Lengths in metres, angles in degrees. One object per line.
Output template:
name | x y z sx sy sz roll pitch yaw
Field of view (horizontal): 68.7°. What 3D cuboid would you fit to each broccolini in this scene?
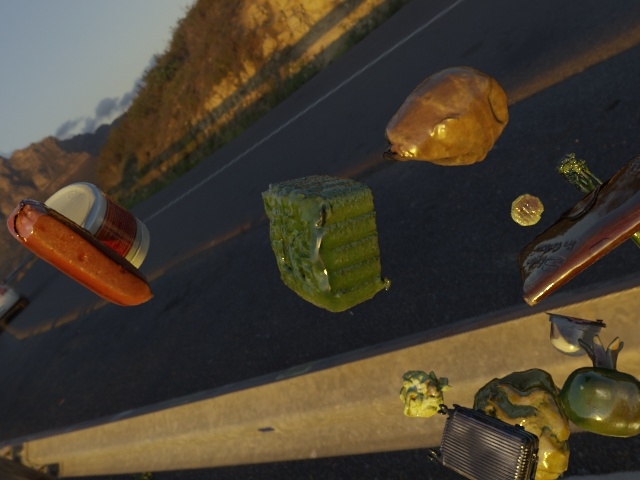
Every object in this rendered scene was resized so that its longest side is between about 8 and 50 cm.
broccolini | 0.859 -0.106 1.423 0.079 0.392 0.074 -39 7 27

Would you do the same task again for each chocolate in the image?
chocolate | 0.907 0.342 1.679 0.221 0.221 0.147 -4 73 57

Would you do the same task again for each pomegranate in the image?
pomegranate | 0.568 0.292 0.944 0.131 0.152 0.191 92 -174 -64

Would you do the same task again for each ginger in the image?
ginger | 0.277 -0.274 1.033 0.200 0.269 0.223 24 109 63

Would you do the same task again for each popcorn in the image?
popcorn | 0.303 0.452 1.389 0.162 0.135 0.141 -46 44 -8

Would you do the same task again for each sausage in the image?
sausage | -0.477 0.038 0.956 0.102 0.330 0.102 -21 45 22

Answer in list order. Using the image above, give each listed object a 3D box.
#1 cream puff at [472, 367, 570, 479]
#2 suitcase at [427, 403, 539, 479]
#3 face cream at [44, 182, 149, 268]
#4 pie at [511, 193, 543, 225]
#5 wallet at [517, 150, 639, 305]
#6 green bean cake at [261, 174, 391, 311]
cream puff | 0.581 0.518 1.378 0.270 0.274 0.323 1 38 16
suitcase | 0.213 0.271 0.610 0.126 0.059 0.086 10 86 45
face cream | -0.551 -0.012 1.129 0.201 0.187 0.201 -10 59 17
pie | 0.535 -0.079 1.216 0.084 0.084 0.020 -43 -9 2
wallet | 0.264 -0.017 0.453 0.176 0.026 0.095 -50 7 32
green bean cake | 0.000 0.000 0.960 0.156 0.250 0.247 -17 20 -27
